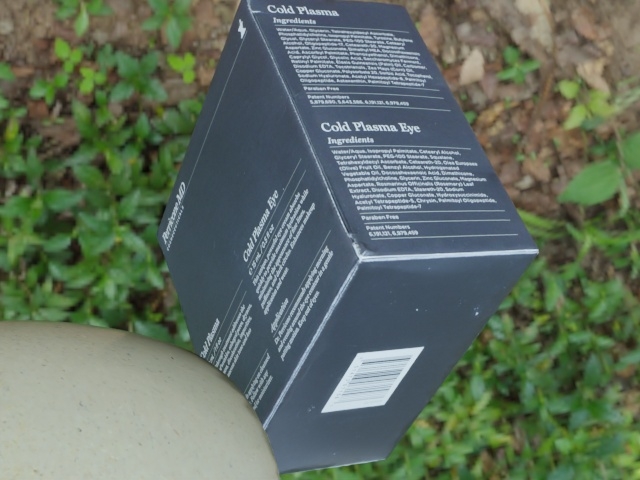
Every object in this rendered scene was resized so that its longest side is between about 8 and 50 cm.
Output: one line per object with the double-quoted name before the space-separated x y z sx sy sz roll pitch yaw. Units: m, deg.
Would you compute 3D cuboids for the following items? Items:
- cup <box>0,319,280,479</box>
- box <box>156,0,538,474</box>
"cup" -0.223 0.184 0.715 0.331 0.331 0.237 -25 147 20
"box" 0.000 0.000 1.079 0.178 0.313 0.343 -3 142 -28
